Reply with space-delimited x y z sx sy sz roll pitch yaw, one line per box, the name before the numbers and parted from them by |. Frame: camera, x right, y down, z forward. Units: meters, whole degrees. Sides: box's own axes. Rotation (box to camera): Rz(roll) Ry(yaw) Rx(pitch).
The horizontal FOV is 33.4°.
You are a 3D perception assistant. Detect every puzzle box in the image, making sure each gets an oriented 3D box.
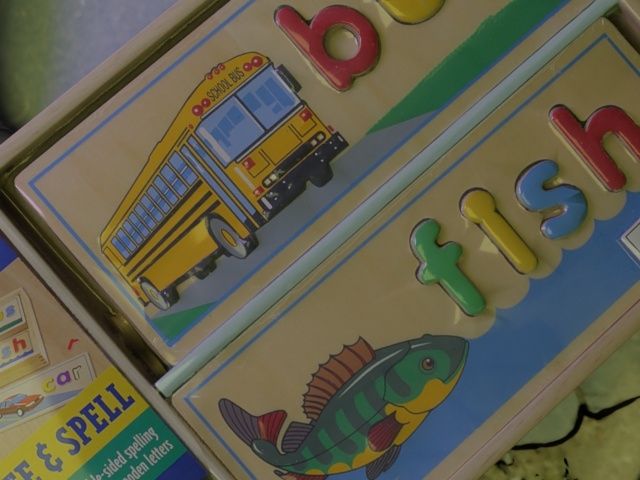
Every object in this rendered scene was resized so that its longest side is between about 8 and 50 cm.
puzzle box | 0.000 0.000 0.530 0.409 0.052 0.272 -42 88 -8

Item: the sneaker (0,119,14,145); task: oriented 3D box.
sneaker | -0.214 -0.093 0.661 0.132 0.086 0.229 27 119 4
